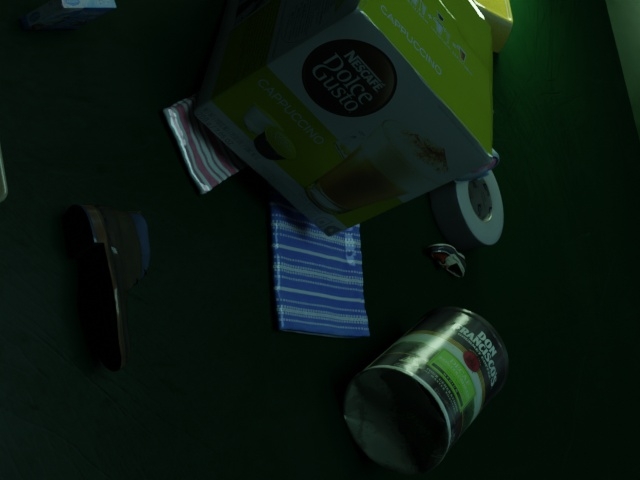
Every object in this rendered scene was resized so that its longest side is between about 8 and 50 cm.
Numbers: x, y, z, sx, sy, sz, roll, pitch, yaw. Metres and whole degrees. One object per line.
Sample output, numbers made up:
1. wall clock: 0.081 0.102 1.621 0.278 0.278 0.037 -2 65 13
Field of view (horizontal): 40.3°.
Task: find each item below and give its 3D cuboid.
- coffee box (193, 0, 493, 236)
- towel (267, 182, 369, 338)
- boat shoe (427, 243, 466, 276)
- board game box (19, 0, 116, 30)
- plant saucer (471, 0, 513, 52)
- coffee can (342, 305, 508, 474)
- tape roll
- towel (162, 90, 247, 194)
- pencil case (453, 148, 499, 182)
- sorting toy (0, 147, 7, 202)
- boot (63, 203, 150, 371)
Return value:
1. coffee box: 0.055 -0.279 1.407 0.337 0.334 0.338 41 41 -32
2. towel: 0.000 0.000 1.535 0.243 0.040 0.336 14 68 -49
3. boat shoe: 0.274 0.042 1.877 0.137 0.049 0.043 28 59 -51
4. board game box: -0.333 -0.301 1.153 0.090 0.090 0.020 -21 95 -53
5. plant saucer: 0.396 -0.682 2.261 0.332 0.081 0.333 1 77 -53
6. coffee can: 0.194 0.262 1.563 0.275 0.201 0.202 -31 103 -52
7. tape roll: 0.333 -0.089 1.978 0.219 0.072 0.219 24 59 -47
8. towel: -0.160 -0.173 1.390 0.197 0.029 0.144 -41 110 -51
9. pencil case: 0.279 -0.257 1.873 0.273 0.113 0.124 66 6 20
10. sorting toy: -0.447 -0.128 0.980 0.196 0.047 0.348 -5 83 -53
11. boot: -0.256 0.056 1.140 0.106 0.082 0.219 -7 82 -51
